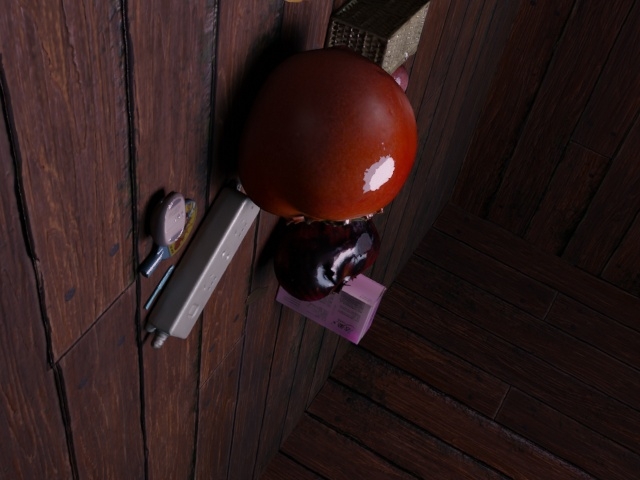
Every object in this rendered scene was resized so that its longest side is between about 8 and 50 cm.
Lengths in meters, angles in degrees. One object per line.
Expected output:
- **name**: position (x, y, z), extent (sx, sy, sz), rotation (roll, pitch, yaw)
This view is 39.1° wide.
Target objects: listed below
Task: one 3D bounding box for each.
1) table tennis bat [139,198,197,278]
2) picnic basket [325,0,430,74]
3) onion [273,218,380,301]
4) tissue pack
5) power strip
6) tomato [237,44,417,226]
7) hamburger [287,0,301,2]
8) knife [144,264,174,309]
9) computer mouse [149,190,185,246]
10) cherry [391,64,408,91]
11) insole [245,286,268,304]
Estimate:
- **table tennis bat**: position (-0.248, -0.003, 1.486), extent (0.155, 0.019, 0.100), rotation (-57, 167, -29)
- **picnic basket**: position (0.107, -0.397, 1.783), extent (0.196, 0.134, 0.154), rotation (-50, 159, -42)
- **onion**: position (0.003, 0.018, 2.067), extent (0.281, 0.221, 0.280), rotation (-18, 115, -44)
- **tissue pack**: position (0.022, 0.136, 2.283), extent (0.092, 0.246, 0.148), rotation (-49, 163, -49)
- **power strip**: position (-0.214, 0.049, 1.629), extent (0.338, 0.058, 0.098), rotation (-60, 167, -5)
- **tomato**: position (0.013, -0.180, 1.554), extent (0.321, 0.322, 0.321), rotation (-56, 166, -23)
- **hamburger**: position (0.014, -0.434, 1.356), extent (0.207, 0.135, 0.155), rotation (-60, 165, 0)
- **knife**: position (-0.279, 0.081, 1.562), extent (0.091, 0.005, 0.014), rotation (-60, 165, -12)
- **computer mouse**: position (-0.241, -0.035, 1.403), extent (0.066, 0.039, 0.096), rotation (-48, 153, -47)
- **cherry**: position (0.161, -0.368, 2.157), extent (0.225, 0.090, 0.107), rotation (85, 19, -84)
- **insole**: position (-0.151, 0.131, 2.153), extent (0.045, 0.002, 0.135), rotation (-64, 167, 10)
